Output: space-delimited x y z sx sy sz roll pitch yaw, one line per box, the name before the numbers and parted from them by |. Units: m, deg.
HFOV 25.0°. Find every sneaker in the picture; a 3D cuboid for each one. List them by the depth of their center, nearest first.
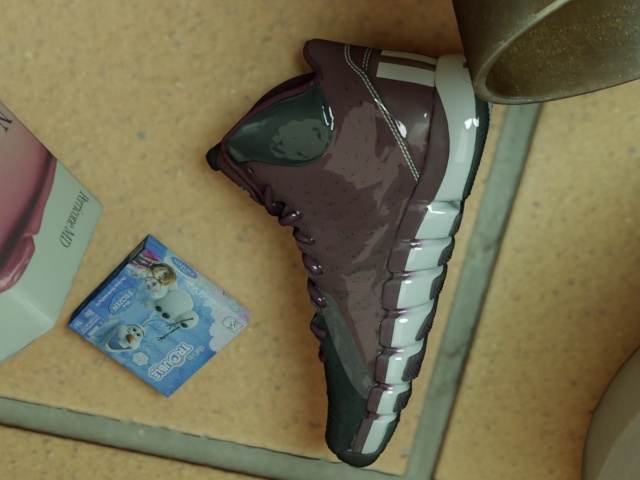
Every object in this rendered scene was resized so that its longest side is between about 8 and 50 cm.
sneaker | 0.000 0.000 0.906 0.162 0.106 0.281 15 112 3

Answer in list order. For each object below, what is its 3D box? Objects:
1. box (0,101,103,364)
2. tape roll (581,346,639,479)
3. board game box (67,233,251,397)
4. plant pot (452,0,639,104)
box | -0.265 -0.034 0.875 0.127 0.149 0.232 -34 113 22
tape roll | 0.373 0.181 0.985 0.392 0.072 0.392 3 123 5
board game box | -0.110 0.053 0.987 0.090 0.020 0.090 37 118 -18
plant pot | 0.124 -0.205 0.596 0.215 0.215 0.230 -23 81 19
